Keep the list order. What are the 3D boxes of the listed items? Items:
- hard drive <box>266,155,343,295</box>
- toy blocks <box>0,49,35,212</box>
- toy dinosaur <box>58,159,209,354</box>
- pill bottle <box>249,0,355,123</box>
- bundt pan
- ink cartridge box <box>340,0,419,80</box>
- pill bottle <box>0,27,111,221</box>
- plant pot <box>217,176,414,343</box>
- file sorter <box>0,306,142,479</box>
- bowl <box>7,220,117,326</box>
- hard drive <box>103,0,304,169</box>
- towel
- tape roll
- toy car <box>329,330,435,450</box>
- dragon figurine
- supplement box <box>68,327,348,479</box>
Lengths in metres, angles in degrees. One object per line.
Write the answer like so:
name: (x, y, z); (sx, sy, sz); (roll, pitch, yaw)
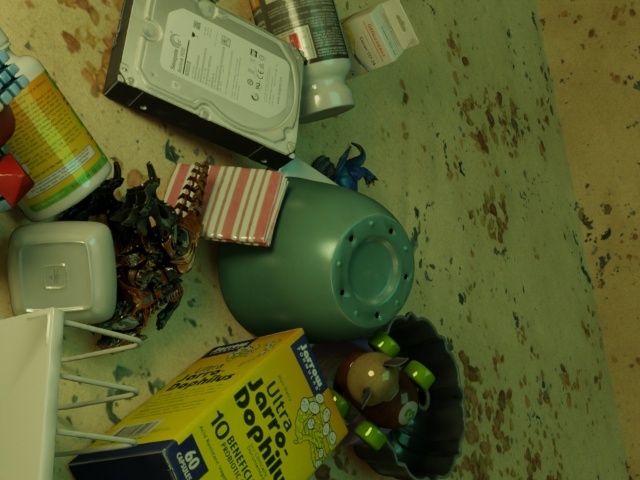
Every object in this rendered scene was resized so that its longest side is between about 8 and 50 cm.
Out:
hard drive: (0.000, 0.000, 1.765); (0.318, 0.040, 0.210); (32, 74, -37)
toy blocks: (-0.456, -0.157, 1.091); (0.381, 0.261, 0.191); (55, 39, -25)
toy dinosaur: (-0.259, 0.005, 1.415); (0.322, 0.164, 0.218); (-83, 150, -45)
pill bottle: (-0.032, -0.374, 1.840); (0.162, 0.162, 0.278); (-13, 88, -55)
bundt pan: (0.149, 0.312, 1.857); (0.331, 0.124, 0.331); (26, 56, -47)
ink cartridge box: (0.092, -0.414, 1.994); (0.115, 0.198, 0.067); (60, 37, -19)
pill bottle: (-0.401, -0.159, 1.274); (0.246, 0.136, 0.136); (59, 38, -21)
plant pot: (0.014, 0.039, 1.601); (0.293, 0.235, 0.293); (-3, 95, -39)
file sorter: (-0.335, 0.248, 1.164); (0.173, 0.193, 0.278); (26, 57, -51)
bowl: (-0.344, 0.047, 1.259); (0.053, 0.142, 0.142); (-117, -155, -85)
hard drive: (-0.183, -0.286, 1.612); (0.339, 0.064, 0.237); (22, 58, -29)
towel: (-0.160, -0.057, 1.540); (0.029, 0.197, 0.144); (80, 20, -52)
tape roll: (0.048, 0.265, 1.680); (0.080, 0.189, 0.189); (9, 70, -52)
toy car: (0.096, 0.229, 1.500); (0.149, 0.188, 0.155); (40, 78, 6)
dragon figurine: (0.038, -0.131, 1.909); (0.144, 0.085, 0.289); (45, 46, -35)
supplement box: (-0.148, 0.301, 1.392); (0.356, 0.195, 0.194); (-38, 108, -53)
